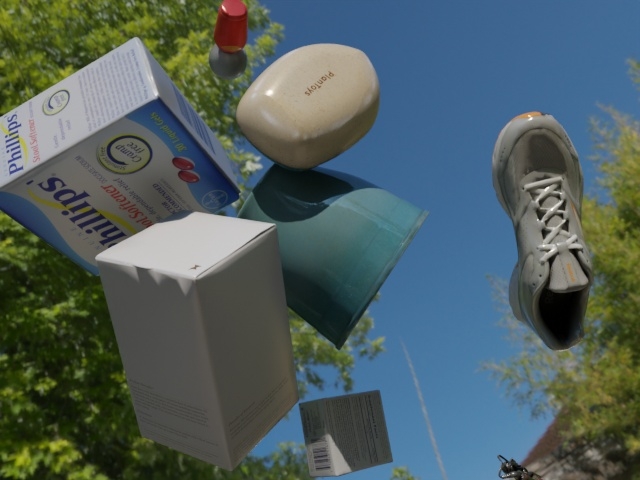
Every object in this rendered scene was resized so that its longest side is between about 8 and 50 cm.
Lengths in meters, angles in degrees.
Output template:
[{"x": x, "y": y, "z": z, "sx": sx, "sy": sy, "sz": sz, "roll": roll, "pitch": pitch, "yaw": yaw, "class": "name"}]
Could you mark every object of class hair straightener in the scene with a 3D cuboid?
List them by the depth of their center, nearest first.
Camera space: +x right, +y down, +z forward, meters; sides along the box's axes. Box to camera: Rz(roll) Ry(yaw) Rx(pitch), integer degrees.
[{"x": 0.430, "y": 0.513, "z": 1.505, "sx": 0.230, "sy": 0.089, "sz": 0.047, "roll": 30, "pitch": -88, "yaw": -44, "class": "hair straightener"}]

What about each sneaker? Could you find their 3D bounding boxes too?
[{"x": 0.250, "y": -0.005, "z": 0.739, "sx": 0.099, "sy": 0.121, "sz": 0.263, "roll": -12, "pitch": -72, "yaw": 4, "class": "sneaker"}]

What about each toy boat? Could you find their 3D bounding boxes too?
[{"x": -0.058, "y": -0.251, "z": 1.132, "sx": 0.267, "sy": 0.318, "sz": 0.148, "roll": -40, "pitch": -16, "yaw": -30, "class": "toy boat"}]

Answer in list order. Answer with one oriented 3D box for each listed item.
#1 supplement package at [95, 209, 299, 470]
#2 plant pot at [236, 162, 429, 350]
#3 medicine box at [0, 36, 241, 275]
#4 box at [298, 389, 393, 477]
[{"x": -0.159, "y": 0.129, "z": 0.963, "sx": 0.175, "sy": 0.177, "sz": 0.293, "roll": -37, "pitch": -51, "yaw": -49, "class": "supplement package"}, {"x": 0.000, "y": 0.000, "z": 1.150, "sx": 0.272, "sy": 0.255, "sz": 0.272, "roll": -57, "pitch": -6, "yaw": -9, "class": "plant pot"}, {"x": -0.319, "y": -0.116, "z": 1.078, "sx": 0.289, "sy": 0.149, "sz": 0.263, "roll": -29, "pitch": -36, "yaw": 6, "class": "medicine box"}, {"x": 0.043, "y": 0.328, "z": 1.184, "sx": 0.137, "sy": 0.126, "sz": 0.072, "roll": 3, "pitch": -19, "yaw": -41, "class": "box"}]
